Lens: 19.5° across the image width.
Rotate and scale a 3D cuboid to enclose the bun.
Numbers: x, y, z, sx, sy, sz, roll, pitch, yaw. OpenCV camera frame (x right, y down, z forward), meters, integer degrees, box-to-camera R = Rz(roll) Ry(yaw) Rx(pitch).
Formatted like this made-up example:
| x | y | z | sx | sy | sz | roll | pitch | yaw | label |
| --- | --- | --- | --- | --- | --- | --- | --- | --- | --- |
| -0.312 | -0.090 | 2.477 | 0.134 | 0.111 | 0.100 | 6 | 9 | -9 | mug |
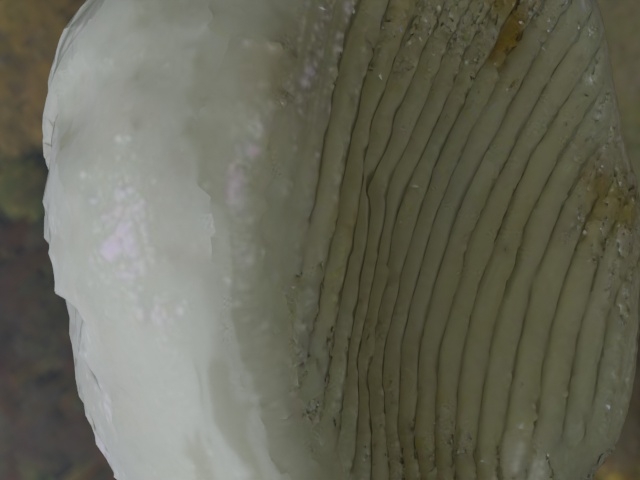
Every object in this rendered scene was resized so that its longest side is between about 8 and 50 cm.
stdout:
| x | y | z | sx | sy | sz | roll | pitch | yaw | label |
| --- | --- | --- | --- | --- | --- | --- | --- | --- | --- |
| 0.000 | 0.000 | 0.447 | 0.102 | 0.183 | 0.183 | 2 | 134 | 42 | bun |
